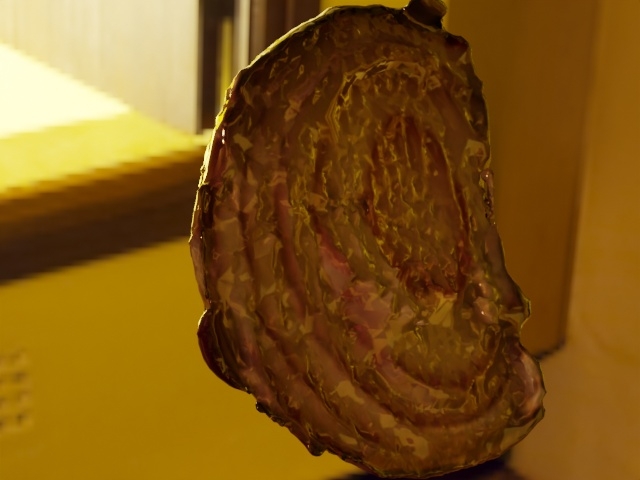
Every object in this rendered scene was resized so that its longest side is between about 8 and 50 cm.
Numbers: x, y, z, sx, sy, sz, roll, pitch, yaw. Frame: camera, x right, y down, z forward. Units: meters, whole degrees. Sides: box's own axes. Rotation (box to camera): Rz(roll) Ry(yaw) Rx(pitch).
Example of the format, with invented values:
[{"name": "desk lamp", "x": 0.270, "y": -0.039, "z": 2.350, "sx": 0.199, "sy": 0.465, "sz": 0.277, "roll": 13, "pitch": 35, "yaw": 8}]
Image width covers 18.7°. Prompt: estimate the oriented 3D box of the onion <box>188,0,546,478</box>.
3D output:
[{"name": "onion", "x": 0.000, "y": 0.000, "z": 1.255, "sx": 0.280, "sy": 0.314, "sz": 0.146, "roll": 0, "pitch": 173, "yaw": -42}]
